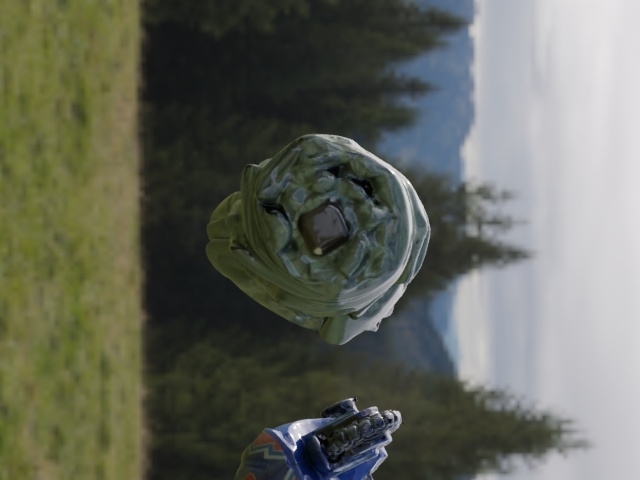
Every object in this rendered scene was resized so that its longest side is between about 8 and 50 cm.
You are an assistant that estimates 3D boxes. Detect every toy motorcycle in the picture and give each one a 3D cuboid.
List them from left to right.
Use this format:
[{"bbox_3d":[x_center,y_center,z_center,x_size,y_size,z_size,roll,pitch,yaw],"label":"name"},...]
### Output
[{"bbox_3d":[-0.010,0.158,1.095,0.076,0.114,0.205,65,-17,13],"label":"toy motorcycle"}]

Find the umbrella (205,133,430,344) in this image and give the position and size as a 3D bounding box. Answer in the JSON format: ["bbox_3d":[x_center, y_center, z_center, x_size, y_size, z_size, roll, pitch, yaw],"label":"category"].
[{"bbox_3d":[0.000,0.000,0.478,0.143,0.067,0.062,157,-66,-85],"label":"umbrella"}]
